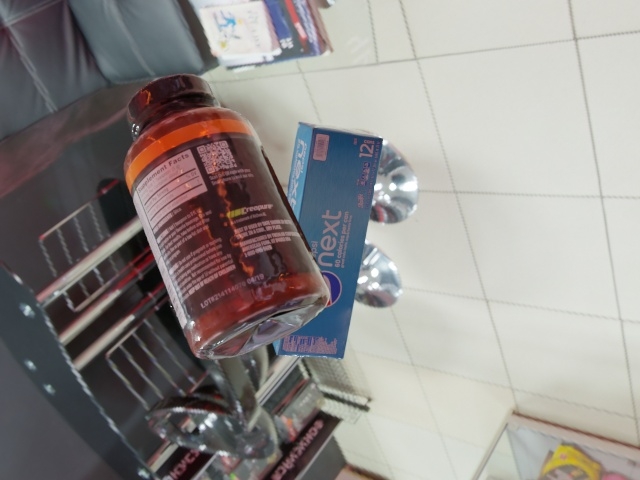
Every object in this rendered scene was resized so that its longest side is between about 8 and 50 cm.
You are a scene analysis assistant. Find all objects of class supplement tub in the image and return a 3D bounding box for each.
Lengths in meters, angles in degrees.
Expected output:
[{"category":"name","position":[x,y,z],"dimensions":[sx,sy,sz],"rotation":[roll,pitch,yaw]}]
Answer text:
[{"category":"supplement tub","position":[-0.076,-0.022,0.477],"dimensions":[0.198,0.106,0.106],"rotation":[65,149,18]}]

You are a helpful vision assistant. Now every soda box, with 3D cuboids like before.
[{"category":"soda box","position":[0.000,0.000,0.613],"dimensions":[0.071,0.067,0.210],"rotation":[-131,50,-70]}]
